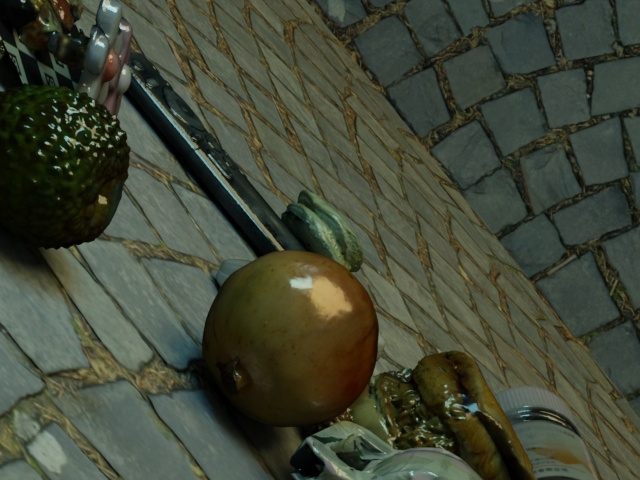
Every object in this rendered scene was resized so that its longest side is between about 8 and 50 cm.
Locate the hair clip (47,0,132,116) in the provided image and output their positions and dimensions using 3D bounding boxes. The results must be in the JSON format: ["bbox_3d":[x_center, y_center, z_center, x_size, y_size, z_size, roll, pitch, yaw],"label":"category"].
[{"bbox_3d":[-0.258,-0.203,1.855,0.075,0.146,0.257,7,-6,7],"label":"hair clip"}]

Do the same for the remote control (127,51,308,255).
[{"bbox_3d":[-0.144,-0.101,2.130,0.377,0.044,0.107,51,8,7],"label":"remote control"}]

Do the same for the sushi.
[{"bbox_3d":[-0.316,-0.271,1.882,0.290,0.050,0.264,-70,138,-74],"label":"sushi"}]

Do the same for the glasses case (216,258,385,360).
[{"bbox_3d":[-0.025,0.080,1.839,0.233,0.059,0.092,28,9,34],"label":"glasses case"}]

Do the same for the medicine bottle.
[{"bbox_3d":[0.279,0.315,2.044,0.165,0.165,0.273,43,15,-19],"label":"medicine bottle"}]

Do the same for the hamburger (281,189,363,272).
[{"bbox_3d":[0.000,0.000,2.178,0.140,0.062,0.133,36,-26,40],"label":"hamburger"}]

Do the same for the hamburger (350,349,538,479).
[{"bbox_3d":[0.147,0.246,1.839,0.244,0.163,0.244,58,3,-4],"label":"hamburger"}]

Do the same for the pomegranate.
[{"bbox_3d":[-0.034,0.101,1.644,0.191,0.191,0.191,45,15,-15],"label":"pomegranate"}]

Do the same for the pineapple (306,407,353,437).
[{"bbox_3d":[0.014,0.219,1.725,0.058,0.058,0.124,42,15,-23],"label":"pineapple"}]

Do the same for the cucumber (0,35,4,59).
[{"bbox_3d":[-0.442,-0.283,1.679,0.265,0.077,0.077,43,15,-27],"label":"cucumber"}]

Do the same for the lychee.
[{"bbox_3d":[-0.266,-0.076,1.501,0.171,0.171,0.171,45,15,-15],"label":"lychee"}]

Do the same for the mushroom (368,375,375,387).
[{"bbox_3d":[0.020,0.157,1.818,0.043,0.068,0.306,56,-1,0],"label":"mushroom"}]

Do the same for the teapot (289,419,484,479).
[{"bbox_3d":[0.075,0.280,1.600,0.221,0.163,0.178,12,11,7],"label":"teapot"}]
